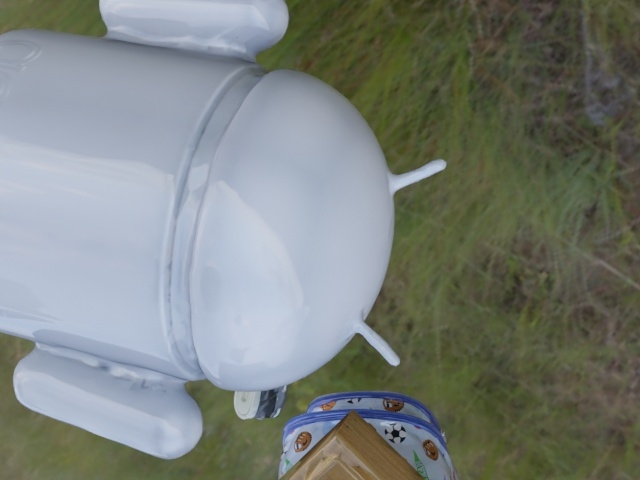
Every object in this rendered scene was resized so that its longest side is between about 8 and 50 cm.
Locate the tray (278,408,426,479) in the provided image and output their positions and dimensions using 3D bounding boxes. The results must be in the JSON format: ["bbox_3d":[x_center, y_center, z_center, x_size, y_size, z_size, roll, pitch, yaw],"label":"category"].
[{"bbox_3d":[0.106,0.389,1.049,0.411,0.203,0.076,44,-158,3],"label":"tray"}]

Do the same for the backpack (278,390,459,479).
[{"bbox_3d":[0.066,0.317,1.377,0.276,0.213,0.263,-9,148,10],"label":"backpack"}]

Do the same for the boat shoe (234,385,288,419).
[{"bbox_3d":[-0.069,0.178,1.665,0.079,0.233,0.084,12,-169,-30],"label":"boat shoe"}]

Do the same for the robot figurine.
[{"bbox_3d":[-0.106,-0.020,0.655,0.353,0.300,0.200,11,-178,16],"label":"robot figurine"}]
